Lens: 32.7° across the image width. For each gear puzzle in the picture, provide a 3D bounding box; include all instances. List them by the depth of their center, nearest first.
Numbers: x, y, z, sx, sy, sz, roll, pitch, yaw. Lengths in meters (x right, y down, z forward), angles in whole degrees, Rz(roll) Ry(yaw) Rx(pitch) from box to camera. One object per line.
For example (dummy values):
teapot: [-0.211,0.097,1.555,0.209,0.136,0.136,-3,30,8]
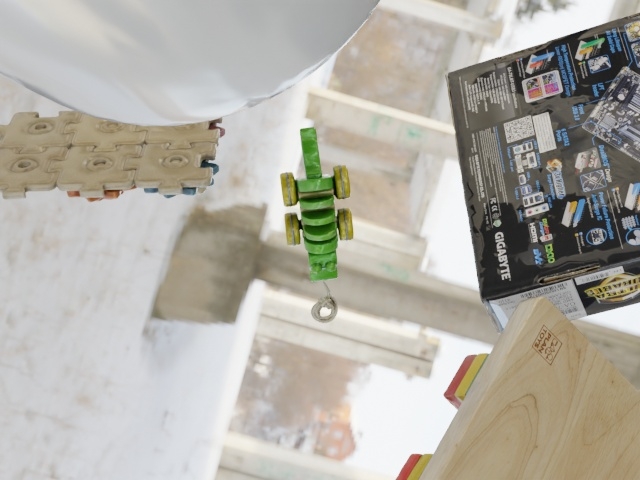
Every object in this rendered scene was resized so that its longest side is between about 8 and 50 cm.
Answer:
gear puzzle: [-0.274,-0.082,1.167,0.175,0.338,0.044,-90,178,-55]

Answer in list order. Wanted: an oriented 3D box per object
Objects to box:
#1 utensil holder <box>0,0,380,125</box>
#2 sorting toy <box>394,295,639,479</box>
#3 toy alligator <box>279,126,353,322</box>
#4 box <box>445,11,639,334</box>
utensil holder: [-0.125,-0.236,0.467,0.385,0.327,0.328,36,68,-76]
sorting toy: [0.174,0.226,0.875,0.089,0.255,0.257,-17,-147,57]
toy alligator: [0.000,0.000,0.909,0.051,0.056,0.190,-99,-176,-62]
box: [0.275,-0.080,0.992,0.073,0.293,0.296,58,22,-46]
